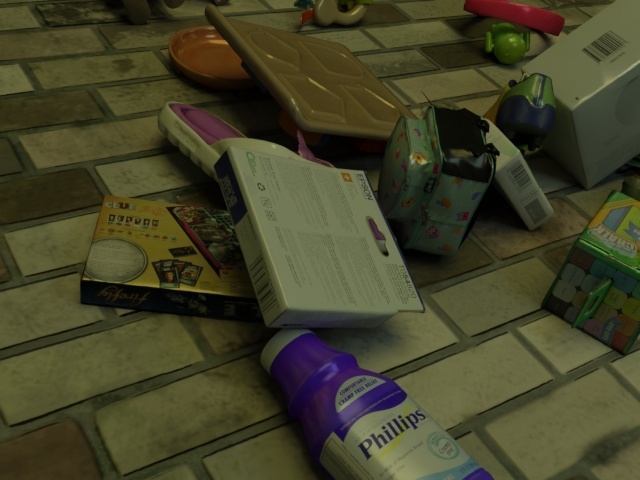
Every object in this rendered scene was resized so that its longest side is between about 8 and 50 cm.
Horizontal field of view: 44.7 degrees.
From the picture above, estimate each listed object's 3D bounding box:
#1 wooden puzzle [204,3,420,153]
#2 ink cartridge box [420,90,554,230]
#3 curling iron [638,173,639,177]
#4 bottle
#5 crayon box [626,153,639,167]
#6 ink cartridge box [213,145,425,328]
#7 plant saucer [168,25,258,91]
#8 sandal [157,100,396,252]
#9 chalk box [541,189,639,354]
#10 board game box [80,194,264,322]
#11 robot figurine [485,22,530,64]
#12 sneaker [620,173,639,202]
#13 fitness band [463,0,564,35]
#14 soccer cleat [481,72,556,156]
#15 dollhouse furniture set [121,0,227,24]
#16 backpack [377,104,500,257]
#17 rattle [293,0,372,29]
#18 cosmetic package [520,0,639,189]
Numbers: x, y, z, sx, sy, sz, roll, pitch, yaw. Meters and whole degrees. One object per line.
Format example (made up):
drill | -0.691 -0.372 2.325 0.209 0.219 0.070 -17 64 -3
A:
wooden puzzle | -0.001 -0.245 1.287 0.348 0.080 0.322 5 37 -43
ink cartridge box | 0.262 -0.140 1.221 0.181 0.056 0.225 42 16 -47
curling iron | 0.673 -0.071 1.354 0.274 0.035 0.068 13 35 -10
bottle | 0.049 0.198 0.803 0.118 0.092 0.283 -23 53 -35
crayon box | 0.638 -0.235 1.478 0.203 0.083 0.323 23 38 33
ink cartridge box | 0.000 0.000 0.925 0.224 0.045 0.223 6 52 -41
plant saucer | -0.173 -0.322 1.395 0.200 0.037 0.200 9 39 -7
sandal | -0.067 -0.113 1.092 0.416 0.102 0.169 32 20 21
chalk box | 0.402 0.050 1.062 0.132 0.132 0.213 31 43 19
board game box | -0.163 0.022 0.984 0.243 0.042 0.165 8 40 -9
robot figurine | 0.399 -0.422 1.670 0.101 0.067 0.115 -2 41 -10
sneaker | 0.511 -0.057 1.274 0.064 0.086 0.192 25 9 18
fitness band | 0.435 -0.510 1.742 0.209 0.054 0.291 22 20 21
soccer cleat | 0.318 -0.206 1.270 0.093 0.121 0.289 15 3 -1
dollhouse furniture set | -0.316 -0.524 1.547 0.242 0.161 0.212 -30 53 -14
backpack | 0.155 -0.076 1.091 0.144 0.188 0.166 3 38 -5
rattle | 0.001 -0.509 1.650 0.199 0.130 0.143 -37 46 -14
cosmetic package | 0.480 -0.245 1.297 0.224 0.225 0.138 -35 50 1
